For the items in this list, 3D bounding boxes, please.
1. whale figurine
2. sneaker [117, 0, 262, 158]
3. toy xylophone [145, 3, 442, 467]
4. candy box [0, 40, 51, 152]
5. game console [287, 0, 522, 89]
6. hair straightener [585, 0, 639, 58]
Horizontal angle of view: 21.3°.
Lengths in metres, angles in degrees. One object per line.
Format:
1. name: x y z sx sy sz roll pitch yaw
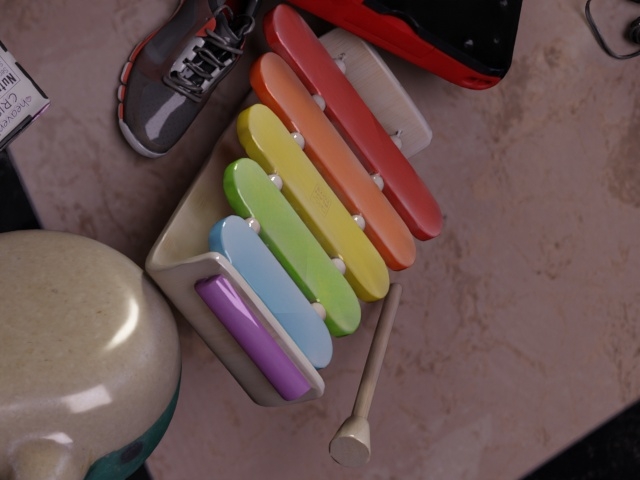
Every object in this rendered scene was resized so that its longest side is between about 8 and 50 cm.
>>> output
1. whale figurine: -0.214 0.108 1.033 0.272 0.216 0.141 -28 142 -26
2. sneaker: -0.085 -0.130 1.159 0.061 0.065 0.158 33 73 -28
3. toy xylophone: 0.000 0.000 1.144 0.236 0.081 0.323 47 36 -27
4. candy box: -0.279 -0.143 0.991 0.071 0.159 0.233 -46 112 -21
5. game console: 0.033 -0.339 1.212 0.342 0.060 0.386 24 69 -34
6. hair straightener: 0.313 -0.181 1.406 0.230 0.047 0.089 0 90 -30
